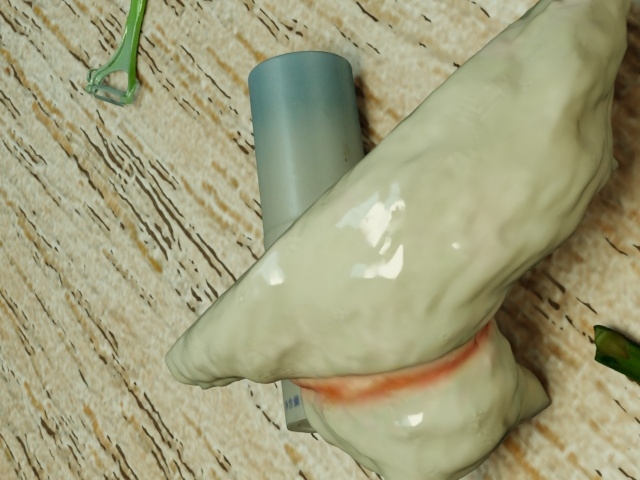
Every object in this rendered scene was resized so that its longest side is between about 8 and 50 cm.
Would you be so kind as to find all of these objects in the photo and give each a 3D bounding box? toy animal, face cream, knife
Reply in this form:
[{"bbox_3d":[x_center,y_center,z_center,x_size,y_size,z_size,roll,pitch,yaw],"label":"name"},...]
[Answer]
[{"bbox_3d":[0.093,0.003,0.830,0.188,0.308,0.266,47,155,11],"label":"toy animal"},{"bbox_3d":[0.000,0.000,0.992,0.077,0.077,0.250,-24,66,46],"label":"face cream"},{"bbox_3d":[-0.167,-0.201,1.272,0.078,0.022,0.166,19,100,44],"label":"knife"}]

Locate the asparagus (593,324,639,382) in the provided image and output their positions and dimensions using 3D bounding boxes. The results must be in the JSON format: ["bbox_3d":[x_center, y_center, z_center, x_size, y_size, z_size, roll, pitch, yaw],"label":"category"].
[{"bbox_3d":[0.186,0.073,0.795,0.108,0.025,0.021,29,96,49],"label":"asparagus"}]
